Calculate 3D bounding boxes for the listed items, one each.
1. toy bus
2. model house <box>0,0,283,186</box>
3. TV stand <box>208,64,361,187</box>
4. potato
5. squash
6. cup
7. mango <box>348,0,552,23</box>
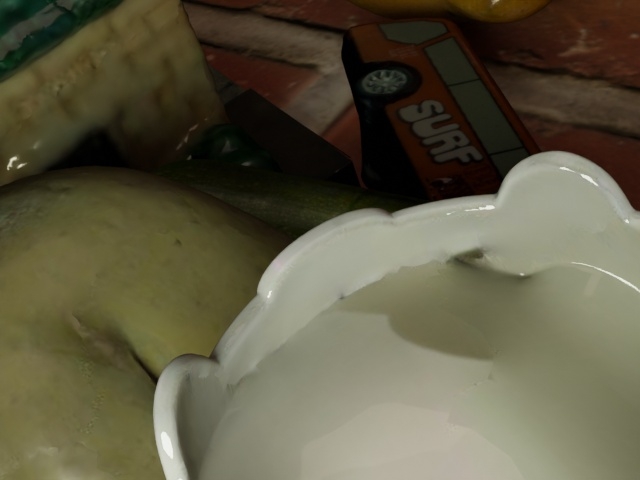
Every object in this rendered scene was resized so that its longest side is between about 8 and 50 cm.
[{"bbox_3d":[0.096,-0.003,0.773,0.092,0.093,0.409,-14,40,-6],"label":"toy bus"},{"bbox_3d":[-0.248,-0.060,0.783,0.382,0.343,0.334,-36,41,-20],"label":"model house"},{"bbox_3d":[-0.060,-0.081,0.966,0.049,0.040,0.256,-35,41,-16],"label":"TV stand"},{"bbox_3d":[-0.128,0.122,0.601,0.221,0.243,0.326,22,68,46],"label":"potato"},{"bbox_3d":[0.000,0.000,0.678,0.228,0.066,0.066,12,48,28],"label":"squash"},{"bbox_3d":[0.053,0.150,0.477,0.289,0.258,0.219,-30,40,-12],"label":"cup"},{"bbox_3d":[0.089,-0.238,1.029,0.177,0.120,0.295,-31,48,-19],"label":"mango"}]
